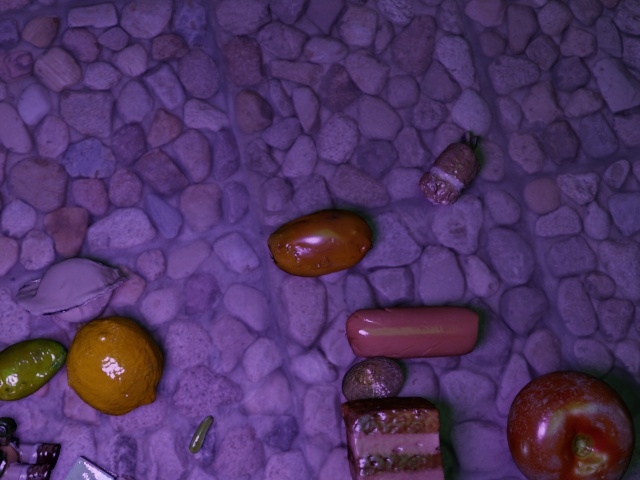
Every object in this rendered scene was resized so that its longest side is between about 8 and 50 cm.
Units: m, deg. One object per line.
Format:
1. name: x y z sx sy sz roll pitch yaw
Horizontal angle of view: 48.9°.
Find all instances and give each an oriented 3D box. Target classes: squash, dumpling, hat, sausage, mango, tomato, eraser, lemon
1. squash: -0.267 0.431 1.568 0.027 0.027 0.089 24 74 1
2. dumpling: -0.548 0.120 1.549 0.247 0.172 0.142 -10 108 -2
3. hat: 0.113 0.308 1.618 0.146 0.067 0.146 -5 118 -9
4. sausage: 0.206 0.210 1.615 0.304 0.121 0.121 -1 76 -5
5. mango: -0.641 0.279 1.532 0.178 0.100 0.119 -26 73 -24
6. tomato: 0.540 0.418 1.546 0.270 0.222 0.270 0 97 -2
7. eraser: -0.535 0.579 1.493 0.095 0.052 0.225 32 76 1
8. lemon: -0.441 0.267 1.506 0.192 0.192 0.231 -43 90 -13
9. mango: 0.000 0.000 1.648 0.248 0.151 0.156 -9 46 -1

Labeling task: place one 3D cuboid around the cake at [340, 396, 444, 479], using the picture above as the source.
1. cake: 0.154 0.487 1.509 0.198 0.196 0.293 -4 86 -9

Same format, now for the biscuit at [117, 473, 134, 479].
1. biscuit: -0.474 0.707 1.454 0.144 0.078 0.426 31 76 1

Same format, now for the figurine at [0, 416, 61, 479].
1. figurine: -0.739 0.424 1.461 0.370 0.167 0.281 18 37 -11

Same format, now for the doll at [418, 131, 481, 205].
1. doll: 0.333 -0.176 1.734 0.105 0.115 0.221 38 69 15
